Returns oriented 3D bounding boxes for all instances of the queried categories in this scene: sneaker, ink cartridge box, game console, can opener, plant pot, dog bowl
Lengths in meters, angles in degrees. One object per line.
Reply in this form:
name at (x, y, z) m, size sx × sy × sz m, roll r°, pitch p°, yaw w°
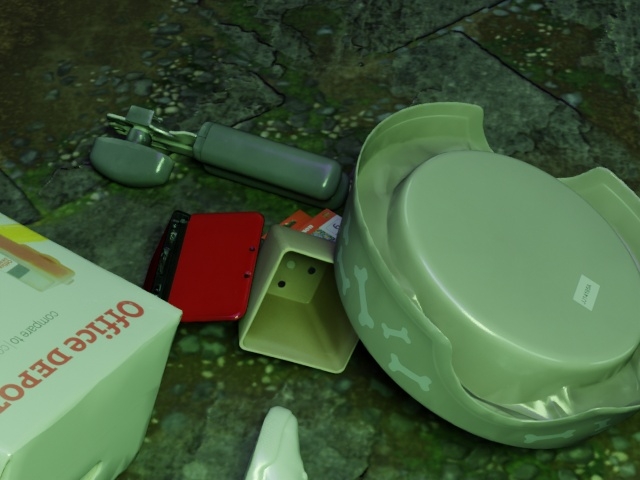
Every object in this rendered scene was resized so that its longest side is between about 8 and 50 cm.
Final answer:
sneaker at (-0.026, 0.239, 1.085) m, size 0.094 × 0.080 × 0.212 m, roll 12°, pitch 51°, yaw -4°
ink cartridge box at (0.000, 0.000, 1.349) m, size 0.115 × 0.029 × 0.063 m, roll 33°, pitch 53°, yaw 29°
ink cartridge box at (-0.348, 0.082, 1.072) m, size 0.384 × 0.160 × 0.279 m, roll 27°, pitch 27°, yaw 11°
game console at (-0.121, 0.046, 1.260) m, size 0.085 × 0.124 × 0.144 m, roll 21°, pitch 43°, yaw -11°
can opener at (-0.113, -0.073, 1.414) m, size 0.283 × 0.076 × 0.095 m, roll 18°, pitch 79°, yaw 18°
plant pot at (-0.018, 0.044, 1.238) m, size 0.109 × 0.109 × 0.096 m, roll 17°, pitch 21°, yaw -24°
dog bowl at (0.169, 0.033, 1.183) m, size 0.348 × 0.102 × 0.349 m, roll 17°, pitch 44°, yaw -17°
